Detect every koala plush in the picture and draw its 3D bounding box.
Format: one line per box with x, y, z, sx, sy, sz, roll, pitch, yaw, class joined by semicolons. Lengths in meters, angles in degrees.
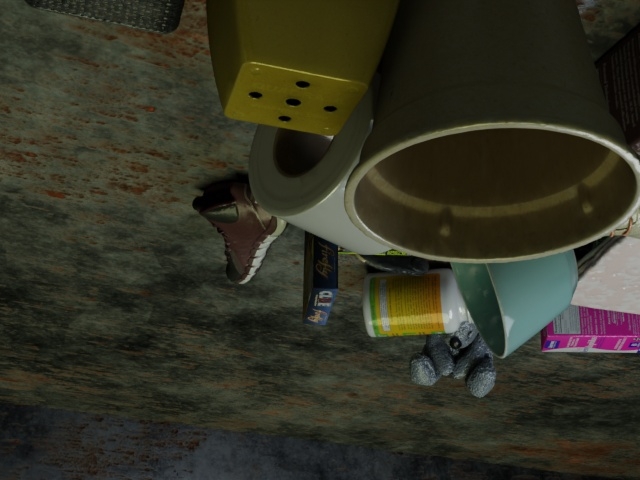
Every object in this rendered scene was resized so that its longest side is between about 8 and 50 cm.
0.306;0.196;2.079;0.196;0.203;0.221;8;135;15;koala plush

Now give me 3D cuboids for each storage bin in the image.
-0.239;-0.321;1.057;0.180;0.122;0.084;9;154;-15;storage bin

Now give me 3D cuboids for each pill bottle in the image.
0.218;0.128;1.940;0.246;0.136;0.136;-4;154;13;pill bottle

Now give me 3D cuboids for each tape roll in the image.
0.038;-0.119;1.316;0.169;0.246;0.246;24;146;-38;tape roll

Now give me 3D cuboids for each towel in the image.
0.646;0.055;1.752;0.317;0.053;0.332;8;153;-10;towel

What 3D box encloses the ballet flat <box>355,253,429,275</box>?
0.138;0.043;1.862;0.173;0.057;0.049;17;155;-27;ballet flat

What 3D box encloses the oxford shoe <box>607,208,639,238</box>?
0.428;-0.040;1.420;0.397;0.146;0.140;17;143;18;oxford shoe

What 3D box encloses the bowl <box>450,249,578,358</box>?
0.330;0.031;1.601;0.163;0.311;0.311;-18;154;-2;bowl

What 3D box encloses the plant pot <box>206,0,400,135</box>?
-0.026;-0.244;1.102;0.212;0.187;0.212;9;161;-13;plant pot

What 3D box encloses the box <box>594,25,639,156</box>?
0.468;-0.172;1.265;0.169;0.167;0.203;12;152;-19;box

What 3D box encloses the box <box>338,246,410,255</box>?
0.109;-0.027;1.736;0.191;0.045;0.184;1;157;-1;box

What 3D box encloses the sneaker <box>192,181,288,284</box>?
-0.166;-0.028;1.708;0.163;0.106;0.281;16;141;-17;sneaker

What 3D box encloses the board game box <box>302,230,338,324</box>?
0.000;0.000;1.568;0.042;0.243;0.165;4;155;-6;board game box

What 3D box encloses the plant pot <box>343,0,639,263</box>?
0.197;-0.178;1.111;0.334;0.305;0.334;2;155;1;plant pot

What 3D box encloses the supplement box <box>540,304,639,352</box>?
0.598;0.178;2.050;0.220;0.113;0.111;1;155;7;supplement box

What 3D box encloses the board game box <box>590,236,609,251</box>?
0.641;0.043;1.841;0.214;0.046;0.317;-3;154;11;board game box
